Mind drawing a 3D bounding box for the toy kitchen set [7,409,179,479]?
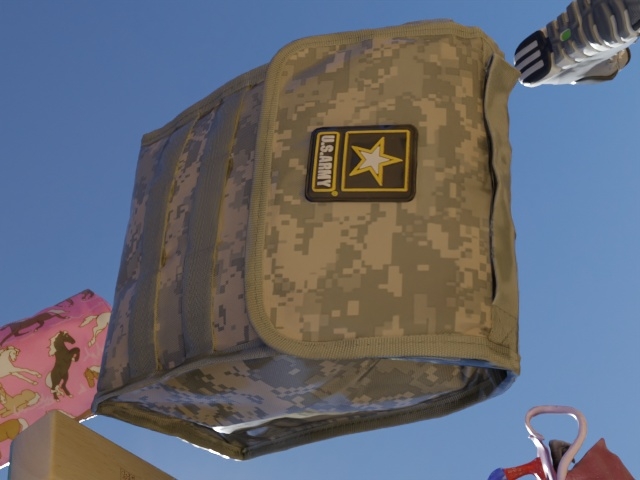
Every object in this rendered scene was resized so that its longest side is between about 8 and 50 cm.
[{"bbox_3d":[-0.168,0.240,0.542,0.122,0.166,0.207,43,-161,-36],"label":"toy kitchen set"}]

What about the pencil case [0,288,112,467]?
[{"bbox_3d":[-0.415,0.209,1.219,0.386,0.160,0.167,-29,-57,-23],"label":"pencil case"}]

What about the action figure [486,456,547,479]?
[{"bbox_3d":[0.225,0.441,1.478,0.091,0.280,0.139,55,-159,-66],"label":"action figure"}]

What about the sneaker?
[{"bbox_3d":[0.360,-0.255,1.170,0.132,0.229,0.086,2,-106,-35],"label":"sneaker"}]

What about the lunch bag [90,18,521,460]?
[{"bbox_3d":[0.000,0.000,0.627,0.169,0.287,0.235,30,-128,-38],"label":"lunch bag"}]

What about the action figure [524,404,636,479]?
[{"bbox_3d":[0.448,0.496,1.688,0.370,0.248,0.275,-36,-72,-48],"label":"action figure"}]
